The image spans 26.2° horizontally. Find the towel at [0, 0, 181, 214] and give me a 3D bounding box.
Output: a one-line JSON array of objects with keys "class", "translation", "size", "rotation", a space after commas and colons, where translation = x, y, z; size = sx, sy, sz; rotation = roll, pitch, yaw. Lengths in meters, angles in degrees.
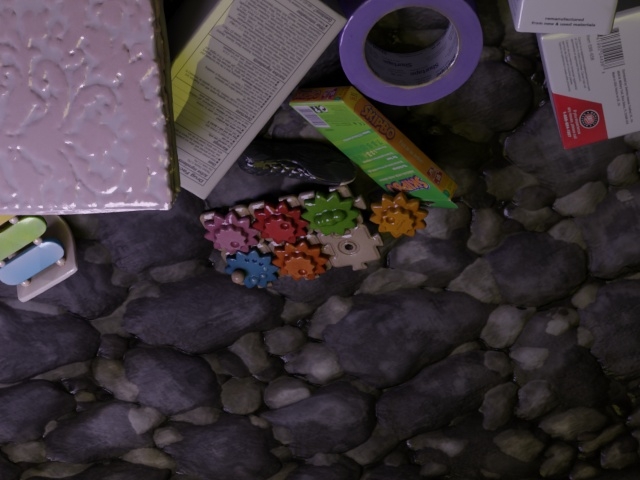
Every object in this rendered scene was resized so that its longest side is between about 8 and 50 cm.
[{"class": "towel", "translation": [-0.332, -0.198, 1.714], "size": [0.316, 0.053, 0.332], "rotation": [0, 100, 18]}]

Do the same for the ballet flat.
[{"class": "ballet flat", "translation": [-0.034, -0.111, 1.969], "size": [0.173, 0.058, 0.049], "rotation": [11, 157, -4]}]

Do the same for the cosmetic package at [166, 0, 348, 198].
[{"class": "cosmetic package", "translation": [-0.126, -0.225, 1.768], "size": [0.160, 0.113, 0.309], "rotation": [32, 110, -29]}]

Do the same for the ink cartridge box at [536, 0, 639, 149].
[{"class": "ink cartridge box", "translation": [0.432, -0.257, 1.820], "size": [0.272, 0.114, 0.197], "rotation": [-13, 131, 9]}]

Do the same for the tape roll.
[{"class": "tape roll", "translation": [0.116, -0.275, 1.806], "size": [0.189, 0.080, 0.189], "rotation": [-2, 131, -2]}]

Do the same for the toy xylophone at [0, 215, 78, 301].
[{"class": "toy xylophone", "translation": [-0.465, -0.060, 1.958], "size": [0.236, 0.081, 0.322], "rotation": [-36, 125, 25]}]

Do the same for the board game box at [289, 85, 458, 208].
[{"class": "board game box", "translation": [0.082, -0.127, 1.922], "size": [0.259, 0.039, 0.124], "rotation": [42, 159, -31]}]

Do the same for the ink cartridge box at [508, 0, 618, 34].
[{"class": "ink cartridge box", "translation": [0.291, -0.418, 1.602], "size": [0.121, 0.211, 0.289], "rotation": [1, 131, -3]}]

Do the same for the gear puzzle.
[{"class": "gear puzzle", "translation": [0.000, 0.000, 2.035], "size": [0.338, 0.044, 0.175], "rotation": [-11, 133, 18]}]
